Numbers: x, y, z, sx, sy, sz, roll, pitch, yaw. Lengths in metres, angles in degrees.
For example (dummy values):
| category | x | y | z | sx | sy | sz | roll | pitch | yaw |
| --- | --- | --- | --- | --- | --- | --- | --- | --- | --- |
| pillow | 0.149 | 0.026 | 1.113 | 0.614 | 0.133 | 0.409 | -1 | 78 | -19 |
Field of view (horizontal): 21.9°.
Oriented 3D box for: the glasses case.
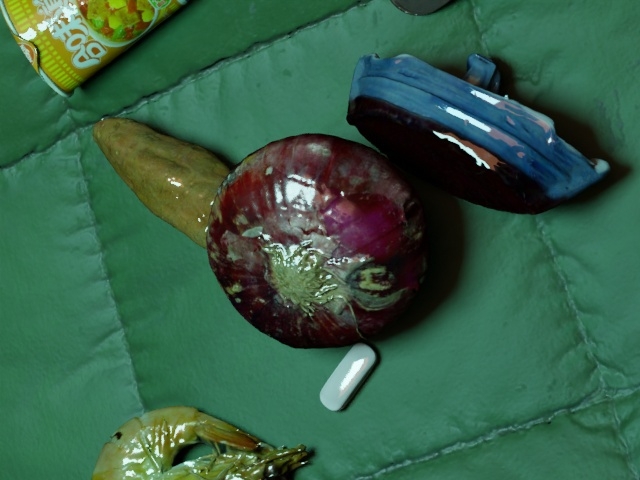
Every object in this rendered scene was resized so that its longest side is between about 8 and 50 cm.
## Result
| category | x | y | z | sx | sy | sz | roll | pitch | yaw |
| --- | --- | --- | --- | --- | --- | --- | --- | --- | --- |
| glasses case | 0.031 | 0.151 | 1.826 | 0.032 | 0.021 | 0.083 | 38 | 98 | 25 |

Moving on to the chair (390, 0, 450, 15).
| category | x | y | z | sx | sy | sz | roll | pitch | yaw |
| --- | --- | --- | --- | --- | --- | --- | --- | --- | --- |
| chair | 0.210 | -0.361 | 1.771 | 0.326 | 0.183 | 0.176 | 155 | 111 | -64 |

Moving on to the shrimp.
| category | x | y | z | sx | sy | sz | roll | pitch | yaw |
| --- | --- | --- | --- | --- | --- | --- | --- | --- | --- |
| shrimp | -0.138 | 0.254 | 1.865 | 0.267 | 0.061 | 0.145 | -13 | 69 | 23 |

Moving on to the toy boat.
| category | x | y | z | sx | sy | sz | roll | pitch | yaw |
| --- | --- | --- | --- | --- | --- | --- | --- | --- | --- |
| toy boat | 0.165 | -0.128 | 1.761 | 0.309 | 0.129 | 0.142 | 27 | 65 | 23 |

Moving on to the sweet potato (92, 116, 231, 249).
| category | x | y | z | sx | sy | sz | roll | pitch | yaw |
| --- | --- | --- | --- | --- | --- | --- | --- | --- | --- |
| sweet potato | -0.167 | -0.072 | 1.899 | 0.251 | 0.097 | 0.097 | 36 | 97 | 21 |

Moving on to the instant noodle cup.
| category | x | y | z | sx | sy | sz | roll | pitch | yaw |
| --- | --- | --- | --- | --- | --- | --- | --- | --- | --- |
| instant noodle cup | -0.260 | -0.282 | 1.938 | 0.185 | 0.168 | 0.168 | -30 | 73 | 8 |

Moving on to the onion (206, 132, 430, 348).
| category | x | y | z | sx | sy | sz | roll | pitch | yaw |
| --- | --- | --- | --- | --- | --- | --- | --- | --- | --- |
| onion | 0.000 | 0.000 | 1.768 | 0.246 | 0.190 | 0.246 | 10 | 116 | 21 |
